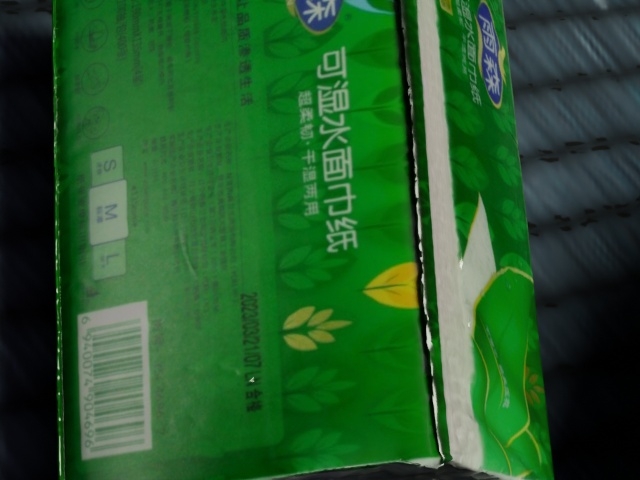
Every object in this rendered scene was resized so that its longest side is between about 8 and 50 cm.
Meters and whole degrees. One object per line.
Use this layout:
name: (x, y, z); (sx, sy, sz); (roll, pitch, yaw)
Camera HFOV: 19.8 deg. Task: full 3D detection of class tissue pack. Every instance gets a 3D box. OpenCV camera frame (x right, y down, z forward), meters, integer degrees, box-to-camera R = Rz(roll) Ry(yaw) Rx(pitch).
tissue pack: (0.002, -0.001, 0.673); (0.156, 0.148, 0.209); (27, 55, -58)
